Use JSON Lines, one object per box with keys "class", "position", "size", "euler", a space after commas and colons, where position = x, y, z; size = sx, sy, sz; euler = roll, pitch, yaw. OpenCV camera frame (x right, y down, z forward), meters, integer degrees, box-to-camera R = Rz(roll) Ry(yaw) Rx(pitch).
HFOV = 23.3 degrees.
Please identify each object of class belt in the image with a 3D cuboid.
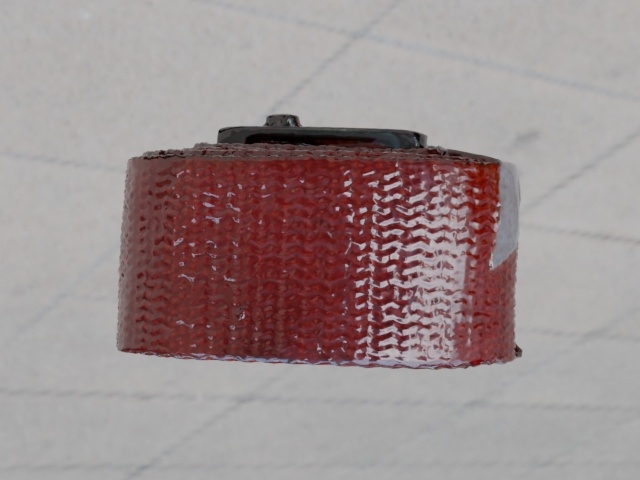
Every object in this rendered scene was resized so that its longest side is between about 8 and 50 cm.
{"class": "belt", "position": [0.000, 0.000, 0.762], "size": [0.200, 0.124, 0.128], "euler": [2, 180, 8]}
